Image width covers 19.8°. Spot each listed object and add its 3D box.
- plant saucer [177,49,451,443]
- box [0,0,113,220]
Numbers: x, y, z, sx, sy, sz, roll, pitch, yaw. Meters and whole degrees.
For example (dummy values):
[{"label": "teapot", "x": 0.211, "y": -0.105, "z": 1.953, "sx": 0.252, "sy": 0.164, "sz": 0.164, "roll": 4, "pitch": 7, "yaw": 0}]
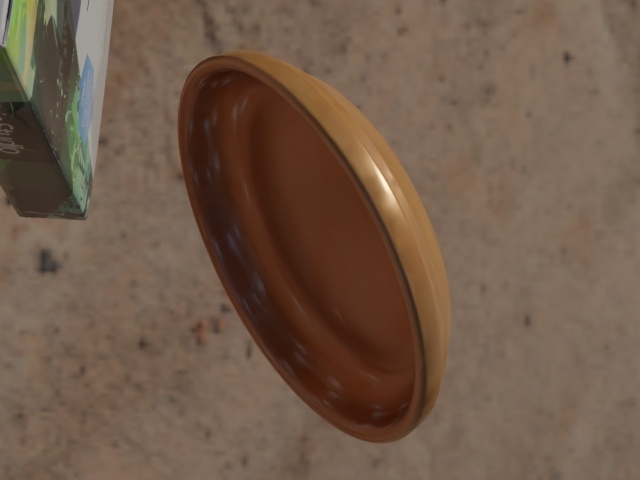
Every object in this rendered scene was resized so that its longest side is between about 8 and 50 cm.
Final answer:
[{"label": "plant saucer", "x": 0.000, "y": 0.000, "z": 0.866, "sx": 0.037, "sy": 0.200, "sz": 0.200, "roll": -28, "pitch": 114, "yaw": -24}, {"label": "box", "x": -0.177, "y": -0.168, "z": 1.134, "sx": 0.322, "sy": 0.058, "sz": 0.232, "roll": 82, "pitch": 12, "yaw": -74}]
